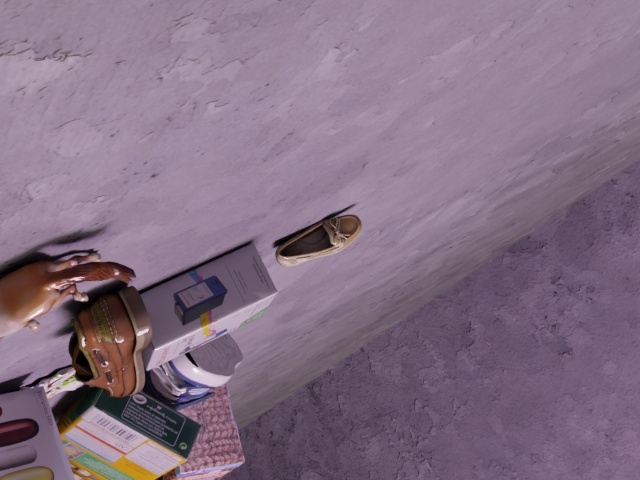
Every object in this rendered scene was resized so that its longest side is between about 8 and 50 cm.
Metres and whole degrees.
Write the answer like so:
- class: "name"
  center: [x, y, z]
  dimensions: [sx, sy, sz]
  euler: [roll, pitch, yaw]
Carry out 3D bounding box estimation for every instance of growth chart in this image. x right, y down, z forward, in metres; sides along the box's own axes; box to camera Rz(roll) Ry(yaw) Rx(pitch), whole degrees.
- class: "growth chart"
  center: [-0.440, 0.244, 1.797]
  dimensions: [0.237, 0.021, 0.172]
  euler: [-19, 164, -43]

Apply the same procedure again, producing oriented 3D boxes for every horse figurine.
- class: "horse figurine"
  center: [-0.346, 0.080, 1.205]
  dimensions: [0.263, 0.066, 0.174]
  euler: [-30, 175, 16]

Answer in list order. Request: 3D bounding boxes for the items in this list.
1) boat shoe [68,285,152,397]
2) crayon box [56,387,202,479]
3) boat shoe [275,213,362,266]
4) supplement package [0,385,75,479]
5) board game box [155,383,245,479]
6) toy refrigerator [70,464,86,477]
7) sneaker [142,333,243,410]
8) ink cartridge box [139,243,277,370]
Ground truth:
- class: "boat shoe"
  center: [-0.319, 0.158, 1.535]
  dimensions: [0.104, 0.111, 0.307]
  euler: [-20, 156, -22]
- class: "crayon box"
  center: [-0.392, 0.382, 2.021]
  dimensions: [0.323, 0.203, 0.083]
  euler: [-38, -156, 48]
- class: "boat shoe"
  center: [-0.001, -0.002, 1.708]
  dimensions: [0.153, 0.056, 0.048]
  euler: [-20, 172, -7]
- class: "supplement package"
  center: [-0.511, 0.352, 1.602]
  dimensions: [0.203, 0.194, 0.149]
  euler: [-8, 157, -45]
- class: "board game box"
  center: [-0.297, 0.409, 2.256]
  dimensions: [0.141, 0.232, 0.291]
  euler: [-5, 158, -27]
- class: "toy refrigerator"
  center: [-0.525, 0.469, 2.354]
  dimensions: [0.269, 0.102, 0.094]
  euler: [-17, 164, -43]
- class: "sneaker"
  center: [-0.286, 0.265, 1.971]
  dimensions: [0.236, 0.130, 0.323]
  euler: [-35, 173, 7]
- class: "ink cartridge box"
  center: [-0.188, 0.105, 1.622]
  dimensions: [0.212, 0.093, 0.154]
  euler: [-23, 168, -21]
